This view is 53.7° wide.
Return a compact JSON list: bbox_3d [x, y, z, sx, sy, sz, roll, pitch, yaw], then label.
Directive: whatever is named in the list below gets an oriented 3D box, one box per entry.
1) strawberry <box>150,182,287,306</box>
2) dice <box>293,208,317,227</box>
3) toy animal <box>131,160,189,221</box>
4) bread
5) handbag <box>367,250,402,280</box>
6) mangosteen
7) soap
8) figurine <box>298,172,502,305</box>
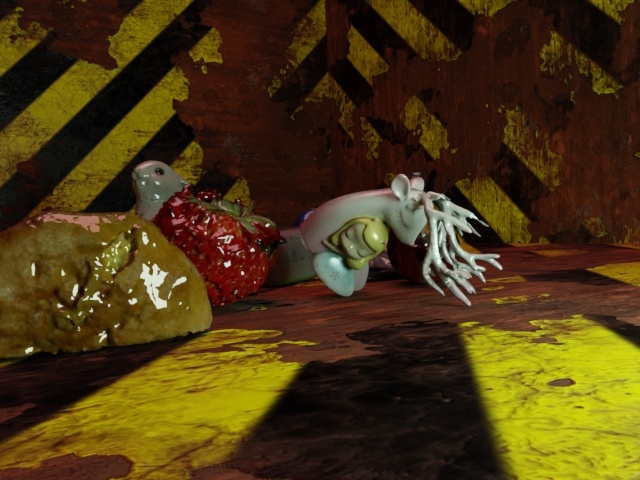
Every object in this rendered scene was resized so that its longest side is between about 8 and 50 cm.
[{"bbox_3d":[-0.217,0.033,1.187,0.260,0.258,0.261,24,12,-5],"label":"strawberry"},{"bbox_3d":[0.000,0.000,1.851,0.146,0.146,0.143,-5,-37,-22],"label":"dice"},{"bbox_3d":[-0.474,-0.065,1.944,0.257,0.358,0.193,-2,-1,-35],"label":"toy animal"},{"bbox_3d":[-0.323,0.050,0.859,0.339,0.179,0.194,-3,1,-25],"label":"bread"},{"bbox_3d":[0.108,0.062,1.662,0.191,0.075,0.332,-7,6,-20],"label":"handbag"},{"bbox_3d":[0.227,0.025,1.404,0.166,0.166,0.180,-2,-24,4],"label":"mangosteen"},{"bbox_3d":[-0.126,0.038,1.575,0.181,0.139,0.199,-3,2,28],"label":"soap"},{"bbox_3d":[0.157,0.009,1.176,0.315,0.285,0.206,-32,-8,38],"label":"figurine"}]
